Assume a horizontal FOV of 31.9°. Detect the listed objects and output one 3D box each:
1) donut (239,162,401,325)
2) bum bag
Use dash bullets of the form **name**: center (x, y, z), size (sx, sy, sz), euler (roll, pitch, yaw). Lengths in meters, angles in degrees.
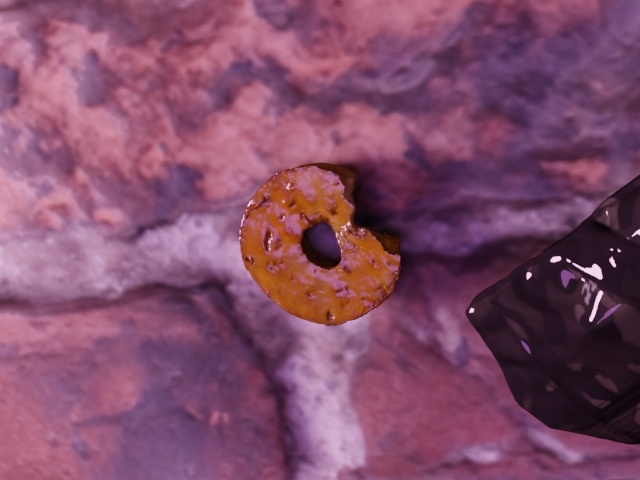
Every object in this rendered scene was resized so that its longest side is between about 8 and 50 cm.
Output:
- **donut**: center (0.000, 0.000, 0.722), size (0.097, 0.043, 0.108), euler (-25, 102, 23)
- **bum bag**: center (0.223, -0.013, 0.623), size (0.144, 0.095, 0.340), euler (33, 117, -15)
